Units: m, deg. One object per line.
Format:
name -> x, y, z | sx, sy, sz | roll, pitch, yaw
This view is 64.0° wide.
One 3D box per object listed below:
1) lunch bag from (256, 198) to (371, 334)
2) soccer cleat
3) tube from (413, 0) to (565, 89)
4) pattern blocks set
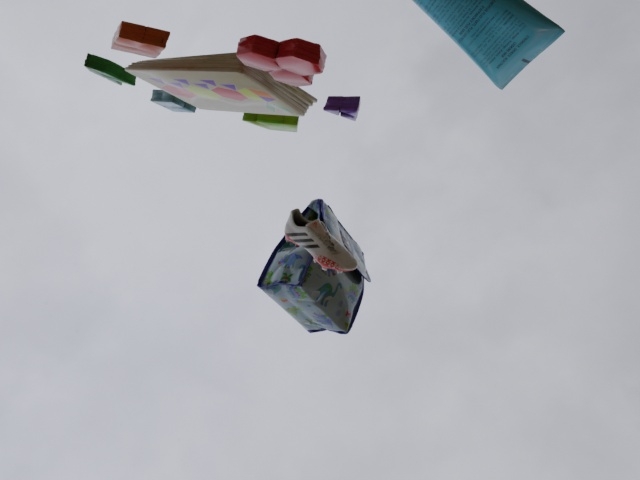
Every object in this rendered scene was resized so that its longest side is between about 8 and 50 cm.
lunch bag -> 0.004, 0.036, 0.716 | 0.128, 0.096, 0.151 | 51, -132, -37
soccer cleat -> 0.000, 0.000, 0.469 | 0.083, 0.035, 0.029 | 33, -140, 29
tube -> 0.122, -0.236, 0.482 | 0.207, 0.080, 0.052 | 42, -121, -2
pattern blocks set -> -0.111, -0.181, 0.597 | 0.325, 0.285, 0.026 | 11, -92, 19
